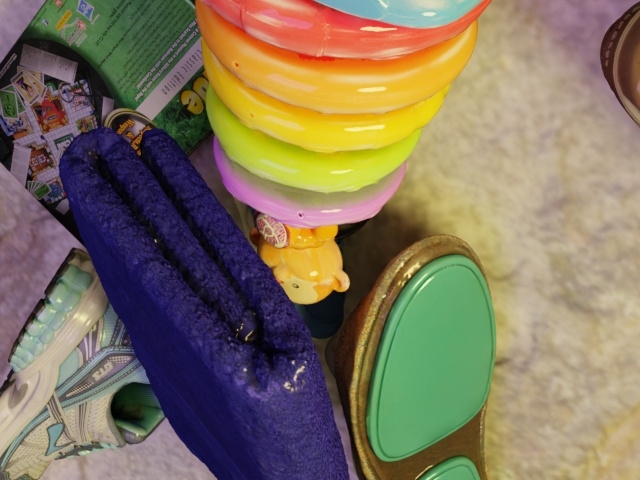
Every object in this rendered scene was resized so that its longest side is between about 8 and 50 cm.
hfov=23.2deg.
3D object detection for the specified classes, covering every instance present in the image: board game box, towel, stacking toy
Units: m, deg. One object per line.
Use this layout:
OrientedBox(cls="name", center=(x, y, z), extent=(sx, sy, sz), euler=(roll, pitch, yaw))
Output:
OrientedBox(cls="board game box", center=(-0.138, -0.097, 1.019), extent=(0.136, 0.030, 0.260), euler=(49, 139, -3))
OrientedBox(cls="towel", center=(-0.046, 0.083, 0.945), extent=(0.227, 0.076, 0.308), euler=(46, 163, 32))
OrientedBox(cls="stacking toy", center=(-0.002, -0.074, 0.824), extent=(0.175, 0.166, 0.302), euler=(28, 136, 17))

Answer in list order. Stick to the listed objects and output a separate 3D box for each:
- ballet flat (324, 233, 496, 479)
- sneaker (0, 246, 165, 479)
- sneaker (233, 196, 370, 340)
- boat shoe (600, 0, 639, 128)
OrientedBox(cls="ballet flat", center=(0.050, 0.111, 0.999), extent=(0.106, 0.108, 0.316), euler=(42, 146, 45))
OrientedBox(cls="sneaker", center=(-0.184, 0.129, 1.191), extent=(0.122, 0.110, 0.283), euler=(30, 143, -2))
OrientedBox(cls="sneaker", center=(-0.001, 0.000, 0.970), extent=(0.085, 0.058, 0.152), euler=(6, 121, 45))
OrientedBox(cls="boat shoe", center=(0.239, -0.030, 0.751), extent=(0.257, 0.095, 0.095), euler=(42, 179, -13))
